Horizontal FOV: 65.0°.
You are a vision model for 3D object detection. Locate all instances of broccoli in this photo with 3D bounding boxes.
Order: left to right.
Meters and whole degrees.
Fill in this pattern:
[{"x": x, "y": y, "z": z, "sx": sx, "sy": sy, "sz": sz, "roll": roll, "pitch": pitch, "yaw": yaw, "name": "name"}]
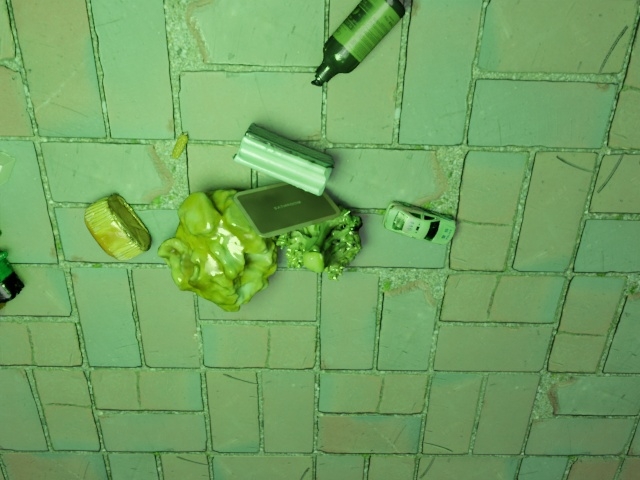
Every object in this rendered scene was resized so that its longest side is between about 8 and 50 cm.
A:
[{"x": 0.000, "y": 0.000, "z": 1.412, "sx": 0.247, "sy": 0.243, "sz": 0.263, "roll": -32, "pitch": 104, "yaw": 18, "name": "broccoli"}]

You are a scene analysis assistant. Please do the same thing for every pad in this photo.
[{"x": -0.087, "y": -0.096, "z": 1.357, "sx": 0.266, "sy": 0.176, "sz": 0.002, "roll": -17, "pitch": 145, "yaw": -31, "name": "pad"}]

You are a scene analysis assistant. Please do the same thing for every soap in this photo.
[{"x": -0.098, "y": -0.221, "z": 1.360, "sx": 0.261, "sy": 0.150, "sz": 0.094, "roll": 20, "pitch": 110, "yaw": -9, "name": "soap"}]

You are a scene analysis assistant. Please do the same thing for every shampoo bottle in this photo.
[{"x": 0.080, "y": -0.498, "z": 1.261, "sx": 0.101, "sy": 0.101, "sz": 0.284, "roll": 40, "pitch": 109, "yaw": -17, "name": "shampoo bottle"}]

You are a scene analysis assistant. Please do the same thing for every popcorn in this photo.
[{"x": -0.280, "y": 0.015, "z": 1.430, "sx": 0.334, "sy": 0.292, "sz": 0.293, "roll": -55, "pitch": 149, "yaw": 14, "name": "popcorn"}]

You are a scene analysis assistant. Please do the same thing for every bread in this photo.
[{"x": -0.586, "y": -0.034, "z": 1.450, "sx": 0.114, "sy": 0.132, "sz": 0.190, "roll": -24, "pitch": 109, "yaw": 9, "name": "bread"}]

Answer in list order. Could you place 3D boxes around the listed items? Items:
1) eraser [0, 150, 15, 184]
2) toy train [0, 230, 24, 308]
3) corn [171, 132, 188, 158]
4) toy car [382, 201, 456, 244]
[{"x": -1.007, "y": -0.257, "z": 1.371, "sx": 0.298, "sy": 0.076, "sz": 0.078, "roll": 30, "pitch": 111, "yaw": -14, "name": "eraser"}, {"x": -1.041, "y": 0.066, "z": 1.476, "sx": 0.249, "sy": 0.178, "sz": 0.429, "roll": -26, "pitch": 113, "yaw": -1, "name": "toy train"}, {"x": -0.392, "y": -0.267, "z": 1.403, "sx": 0.027, "sy": 0.028, "sz": 0.083, "roll": 25, "pitch": 116, "yaw": -18, "name": "corn"}, {"x": 0.297, "y": -0.045, "z": 1.488, "sx": 0.224, "sy": 0.076, "sz": 0.090, "roll": 15, "pitch": 112, "yaw": -7, "name": "toy car"}]
